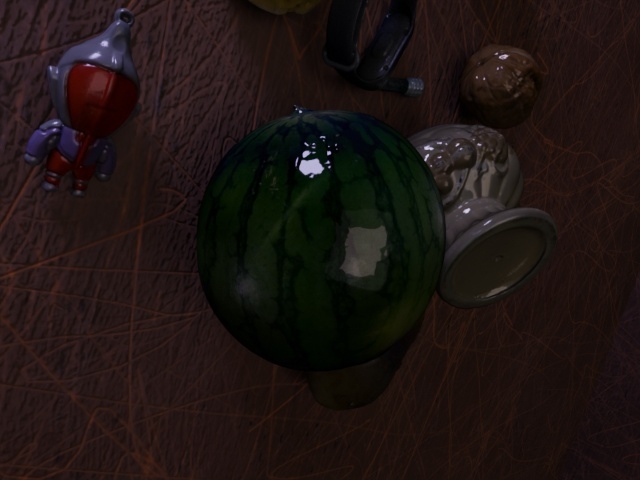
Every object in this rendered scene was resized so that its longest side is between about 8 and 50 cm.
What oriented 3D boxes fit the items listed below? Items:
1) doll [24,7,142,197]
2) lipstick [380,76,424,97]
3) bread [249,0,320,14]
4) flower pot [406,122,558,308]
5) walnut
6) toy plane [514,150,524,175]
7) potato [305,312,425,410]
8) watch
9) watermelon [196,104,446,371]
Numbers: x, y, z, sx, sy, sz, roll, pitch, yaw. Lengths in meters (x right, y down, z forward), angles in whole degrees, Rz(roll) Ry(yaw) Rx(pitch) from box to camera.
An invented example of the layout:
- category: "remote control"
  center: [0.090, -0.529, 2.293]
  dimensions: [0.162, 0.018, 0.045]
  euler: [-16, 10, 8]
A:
- category: "doll"
  center: [-0.265, -0.157, 0.467]
  dimensions: [0.102, 0.075, 0.227]
  euler: [8, 111, -52]
- category: "lipstick"
  center: [0.140, -0.290, 0.747]
  dimensions: [0.116, 0.037, 0.037]
  euler: [-7, 109, -31]
- category: "bread"
  center: [-0.030, -0.405, 0.498]
  dimensions: [0.197, 0.171, 0.196]
  euler: [-2, 95, -31]
- category: "flower pot"
  center: [0.255, -0.038, 0.723]
  dimensions: [0.308, 0.244, 0.307]
  euler: [-12, 134, -13]
- category: "walnut"
  center: [0.378, -0.316, 0.841]
  dimensions: [0.184, 0.155, 0.155]
  euler: [28, 88, -41]
- category: "toy plane"
  center: [0.429, -0.181, 0.982]
  dimensions: [0.189, 0.061, 0.130]
  euler: [24, 91, -35]
- category: "potato"
  center: [0.079, 0.180, 0.775]
  dimensions: [0.210, 0.173, 0.307]
  euler: [25, 87, -41]
- category: "watch"
  center: [0.083, -0.345, 0.627]
  dimensions: [0.206, 0.068, 0.193]
  euler: [-58, 154, -2]
- category: "watermelon"
  center: [0.000, 0.000, 0.555]
  dimensions: [0.364, 0.363, 0.362]
  euler: [-13, 113, -33]
